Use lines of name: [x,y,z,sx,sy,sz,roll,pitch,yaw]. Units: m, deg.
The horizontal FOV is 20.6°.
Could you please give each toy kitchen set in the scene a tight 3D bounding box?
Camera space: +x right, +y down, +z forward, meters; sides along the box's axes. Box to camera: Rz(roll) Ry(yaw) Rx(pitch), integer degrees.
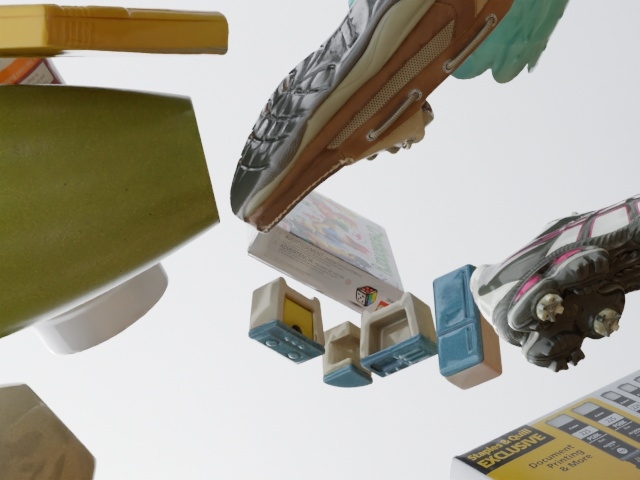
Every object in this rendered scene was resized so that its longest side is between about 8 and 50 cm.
toy kitchen set: [0.055,0.094,1.831,0.166,0.207,0.122,34,-139,-41]

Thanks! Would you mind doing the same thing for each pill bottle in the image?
pill bottle: [-0.370,-0.063,2.242,0.224,0.224,0.392,-50,-62,-43]

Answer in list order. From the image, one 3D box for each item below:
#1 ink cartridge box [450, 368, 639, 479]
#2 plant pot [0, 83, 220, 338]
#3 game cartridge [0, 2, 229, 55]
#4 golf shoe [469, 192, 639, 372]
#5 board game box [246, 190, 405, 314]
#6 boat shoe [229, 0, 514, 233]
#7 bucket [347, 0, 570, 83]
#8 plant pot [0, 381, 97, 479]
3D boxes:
ink cartridge box: [0.266,0.225,1.592,0.309,0.272,0.130,-19,-58,-40]
plant pot: [-0.260,-0.050,1.798,0.275,0.294,0.274,167,90,-86]
game cartridge: [-0.290,-0.206,1.727,0.324,0.285,0.052,-7,-82,-64]
golf shoe: [0.248,-0.002,1.421,0.273,0.120,0.105,-24,-61,-16]
board game box: [0.000,0.000,2.213,0.053,0.193,0.305,-60,10,12]
boat shoe: [0.046,-0.125,1.540,0.324,0.120,0.122,-49,23,23]
bucket: [0.149,-0.315,1.784,0.281,0.281,0.183,-37,-19,-53]
plant pot: [-0.382,0.281,2.115,0.191,0.284,0.284,-43,-33,-9]
